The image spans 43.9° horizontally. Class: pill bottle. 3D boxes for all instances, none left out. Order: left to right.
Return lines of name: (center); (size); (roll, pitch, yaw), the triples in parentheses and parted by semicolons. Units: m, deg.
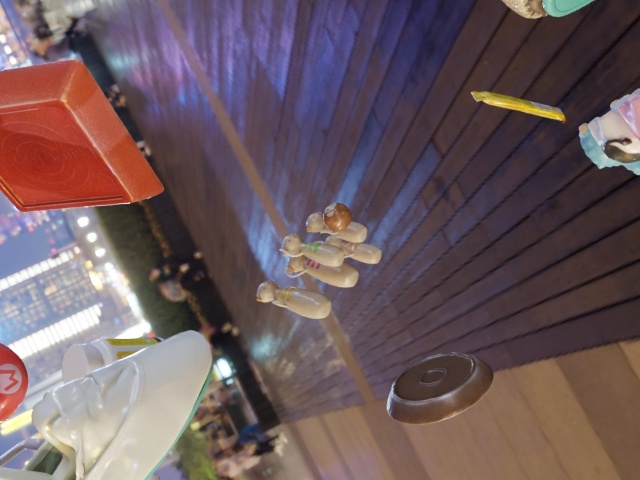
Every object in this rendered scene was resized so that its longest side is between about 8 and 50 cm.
pill bottle: (-0.420, 0.262, 1.654); (0.119, 0.208, 0.119); (-5, 83, 42)

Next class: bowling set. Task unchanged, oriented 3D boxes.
bowling set: (0.000, 0.000, 1.554); (0.154, 0.287, 0.200); (15, 121, 26)

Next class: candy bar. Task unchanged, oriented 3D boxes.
candy bar: (0.325, -0.219, 1.290); (0.040, 0.161, 0.018); (-98, 21, -62)

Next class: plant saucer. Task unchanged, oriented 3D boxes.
plant saucer: (-0.393, -0.128, 1.129); (0.259, 0.258, 0.048); (66, -153, -47)
plant saucer: (0.173, 0.213, 1.185); (0.029, 0.168, 0.168); (66, 166, -15)

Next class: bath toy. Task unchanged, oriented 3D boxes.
bath toy: (0.459, -0.151, 1.013); (0.129, 0.151, 0.348); (54, -179, 2)

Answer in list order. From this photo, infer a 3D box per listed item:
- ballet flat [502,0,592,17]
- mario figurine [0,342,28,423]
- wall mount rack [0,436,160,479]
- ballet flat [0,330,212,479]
ballet flat: (0.343, -0.367, 0.782); (0.182, 0.482, 0.164); (56, 162, 32)
mario figurine: (-0.485, 0.189, 0.864); (0.170, 0.320, 0.198); (57, 149, 35)
wall mount rack: (-0.309, 0.395, 1.043); (0.304, 0.130, 0.350); (3, 119, 44)
ballet flat: (-0.262, 0.234, 0.785); (0.139, 0.400, 0.139); (35, 166, 10)
